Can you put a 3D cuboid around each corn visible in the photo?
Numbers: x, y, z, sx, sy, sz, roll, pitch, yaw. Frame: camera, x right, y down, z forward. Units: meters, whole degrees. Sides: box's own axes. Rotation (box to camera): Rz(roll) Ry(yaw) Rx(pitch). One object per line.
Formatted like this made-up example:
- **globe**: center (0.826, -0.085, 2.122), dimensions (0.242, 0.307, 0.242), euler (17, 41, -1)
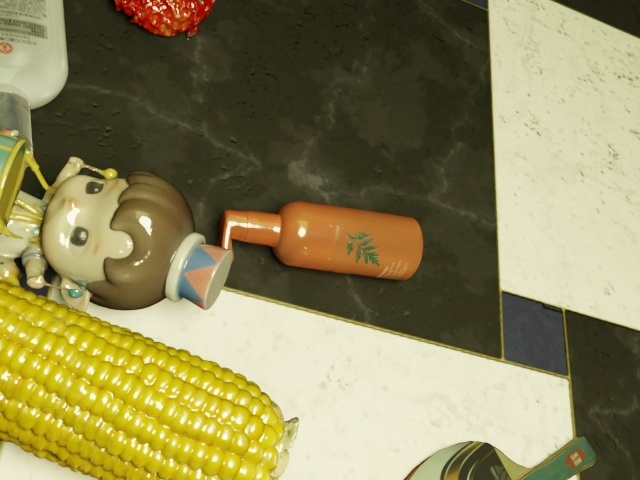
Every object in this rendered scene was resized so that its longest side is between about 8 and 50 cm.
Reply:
- **corn**: center (-0.211, 0.140, 0.666), dimensions (0.388, 0.144, 0.143), euler (21, 56, -9)

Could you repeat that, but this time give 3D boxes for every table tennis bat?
- **table tennis bat**: center (0.210, 0.304, 0.840), dimensions (0.301, 0.022, 0.173), euler (-18, 72, -29)

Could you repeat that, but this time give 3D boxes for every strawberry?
- **strawberry**: center (-0.208, -0.337, 0.965), dimensions (0.145, 0.086, 0.145), euler (12, 60, -21)

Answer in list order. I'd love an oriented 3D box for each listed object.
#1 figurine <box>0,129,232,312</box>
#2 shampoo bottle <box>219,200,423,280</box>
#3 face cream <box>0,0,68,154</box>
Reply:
- **figurine**: center (-0.222, -0.011, 0.728), dimensions (0.276, 0.158, 0.161), euler (14, 62, -18)
- **shampoo bottle**: center (0.000, -0.002, 0.877), dimensions (0.245, 0.085, 0.085), euler (5, 61, -21)
- **face cream**: center (-0.359, -0.215, 0.833), dimensions (0.144, 0.071, 0.291), euler (-3, 64, -25)
